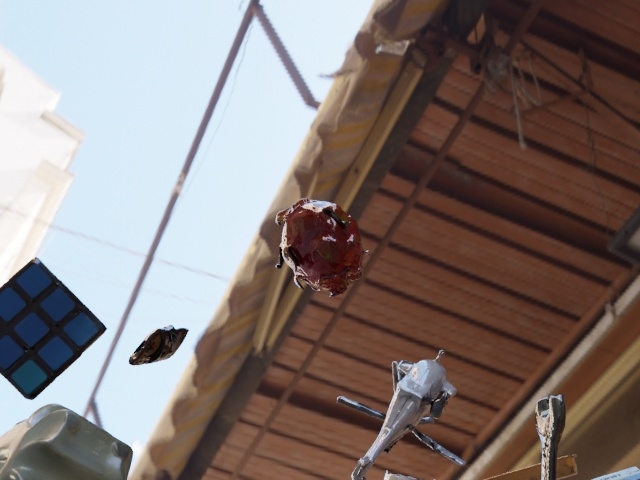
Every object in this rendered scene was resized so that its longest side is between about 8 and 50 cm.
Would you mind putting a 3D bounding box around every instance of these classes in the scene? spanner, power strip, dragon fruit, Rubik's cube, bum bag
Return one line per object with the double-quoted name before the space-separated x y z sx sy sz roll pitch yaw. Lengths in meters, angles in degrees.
"spanner" 0.207 0.266 0.816 0.015 0.054 0.254 2 -91 -7
"power strip" 0.301 0.357 1.338 0.178 0.028 0.049 -21 -22 18
"dragon fruit" 0.000 0.000 1.336 0.136 0.166 0.133 -9 -37 -21
"Rubik's cube" -0.452 0.142 1.412 0.160 0.162 0.163 47 -18 -5
"bum bag" -0.198 0.130 1.109 0.034 0.124 0.058 40 -85 7

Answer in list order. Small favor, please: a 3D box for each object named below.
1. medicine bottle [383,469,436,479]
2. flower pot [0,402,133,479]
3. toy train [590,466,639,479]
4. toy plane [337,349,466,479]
"medicine bottle" 0.183 0.623 1.699 0.190 0.332 0.190 12 -12 2
"flower pot" -0.347 0.374 0.992 0.254 0.367 0.164 -36 -59 27
"toy train" 0.578 0.537 1.885 0.234 0.051 0.052 -12 -63 -15
"toy plane" 0.087 0.222 1.118 0.182 0.273 0.107 37 -57 33
